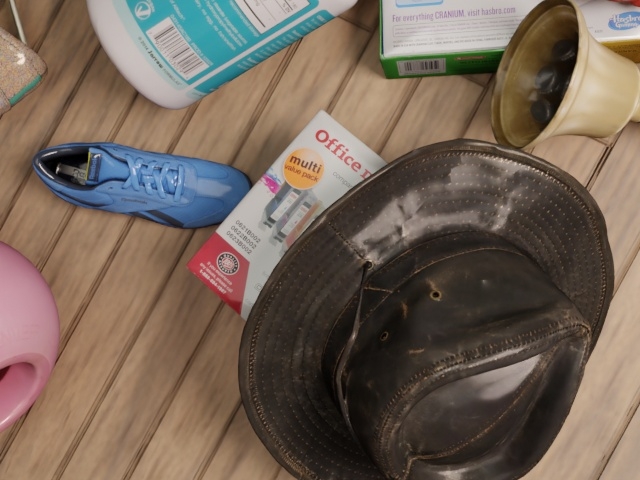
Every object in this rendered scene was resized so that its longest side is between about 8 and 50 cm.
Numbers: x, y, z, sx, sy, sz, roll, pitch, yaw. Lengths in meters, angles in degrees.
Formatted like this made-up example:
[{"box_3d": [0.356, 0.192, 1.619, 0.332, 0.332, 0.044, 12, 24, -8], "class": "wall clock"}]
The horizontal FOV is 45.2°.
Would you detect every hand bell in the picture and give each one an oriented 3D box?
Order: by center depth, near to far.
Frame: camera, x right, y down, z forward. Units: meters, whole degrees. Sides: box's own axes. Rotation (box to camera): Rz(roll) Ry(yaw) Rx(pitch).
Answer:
[{"box_3d": [0.280, -0.109, 0.645, 0.242, 0.126, 0.126, 12, 86, -16], "class": "hand bell"}]

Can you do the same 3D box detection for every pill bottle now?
[{"box_3d": [-0.063, -0.237, 0.680, 0.264, 0.146, 0.146, -27, 80, 17], "class": "pill bottle"}]

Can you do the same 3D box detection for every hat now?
[{"box_3d": [0.109, 0.092, 0.575, 0.331, 0.134, 0.331, -5, 108, -14], "class": "hat"}]

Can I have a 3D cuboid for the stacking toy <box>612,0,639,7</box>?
[{"box_3d": [0.367, -0.231, 0.604, 0.309, 0.130, 0.279, 43, 65, 13], "class": "stacking toy"}]

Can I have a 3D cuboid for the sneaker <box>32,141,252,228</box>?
[{"box_3d": [-0.172, -0.055, 0.736, 0.209, 0.082, 0.069, 8, 84, 9], "class": "sneaker"}]

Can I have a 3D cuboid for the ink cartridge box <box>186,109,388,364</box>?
[{"box_3d": [0.000, 0.000, 0.676, 0.128, 0.127, 0.176, 41, 91, 11], "class": "ink cartridge box"}]

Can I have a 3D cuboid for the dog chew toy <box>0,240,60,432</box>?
[{"box_3d": [-0.399, 0.041, 0.712, 0.332, 0.206, 0.206, 39, 92, 20], "class": "dog chew toy"}]

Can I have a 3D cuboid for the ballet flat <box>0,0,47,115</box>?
[{"box_3d": [-0.387, -0.266, 0.795, 0.106, 0.107, 0.316, -34, 85, -16], "class": "ballet flat"}]

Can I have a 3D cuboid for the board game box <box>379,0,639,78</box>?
[{"box_3d": [0.173, -0.318, 0.711, 0.242, 0.064, 0.316, -1, 84, 9], "class": "board game box"}]
